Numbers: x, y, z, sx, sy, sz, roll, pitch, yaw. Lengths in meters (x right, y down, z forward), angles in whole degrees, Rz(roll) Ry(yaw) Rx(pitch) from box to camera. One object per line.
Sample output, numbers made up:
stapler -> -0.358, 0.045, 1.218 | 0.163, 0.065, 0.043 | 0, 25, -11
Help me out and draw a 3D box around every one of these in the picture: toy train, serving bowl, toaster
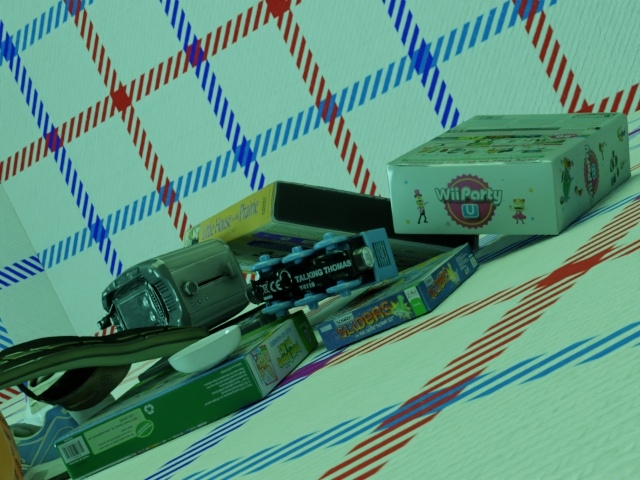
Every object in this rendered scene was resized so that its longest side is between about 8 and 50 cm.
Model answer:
toy train -> -0.001, 0.040, 1.479 | 0.184, 0.080, 0.105 | -19, -6, 33
serving bowl -> -0.119, 0.120, 1.310 | 0.083, 0.027, 0.083 | -26, 2, 1
toaster -> -0.204, 0.083, 1.746 | 0.146, 0.129, 0.227 | -22, -4, -39

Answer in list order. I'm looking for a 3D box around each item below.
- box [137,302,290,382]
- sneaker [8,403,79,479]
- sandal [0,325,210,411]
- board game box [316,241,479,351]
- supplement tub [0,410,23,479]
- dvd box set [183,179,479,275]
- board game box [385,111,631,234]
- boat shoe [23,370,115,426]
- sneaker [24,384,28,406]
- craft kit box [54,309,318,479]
box -> -0.137, 0.152, 1.703 | 0.183, 0.059, 0.233 | -27, 1, 8
sneaker -> -0.364, 0.261, 1.449 | 0.211, 0.081, 0.080 | -25, 3, 10
sandal -> -0.273, 0.159, 1.475 | 0.303, 0.086, 0.120 | -7, 6, -21
board game box -> 0.094, 0.064, 1.441 | 0.136, 0.035, 0.201 | -25, 2, 25
supplement tub -> -0.471, 0.261, 1.225 | 0.316, 0.193, 0.193 | -27, 2, 6
dvd box set -> 0.000, 0.000, 1.821 | 0.308, 0.062, 0.420 | 9, -12, -20
board game box -> 0.253, -0.093, 1.616 | 0.224, 0.097, 0.303 | 1, 16, 31
boat shoe -> -0.337, 0.213, 1.660 | 0.113, 0.103, 0.302 | -14, 1, -28
sneaker -> -0.416, 0.254, 1.954 | 0.095, 0.104, 0.236 | -26, 3, -29
craft kit box -> -0.147, 0.173, 1.427 | 0.250, 0.061, 0.246 | -25, 5, 16
